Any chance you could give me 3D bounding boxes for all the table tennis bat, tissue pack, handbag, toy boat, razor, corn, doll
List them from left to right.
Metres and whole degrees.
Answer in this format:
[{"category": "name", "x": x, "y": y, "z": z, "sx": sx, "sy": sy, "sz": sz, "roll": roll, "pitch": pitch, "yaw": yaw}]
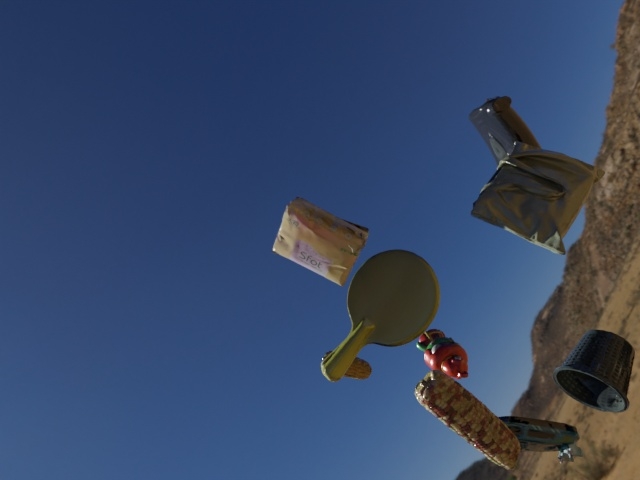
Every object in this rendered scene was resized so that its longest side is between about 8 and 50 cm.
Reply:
[{"category": "tissue pack", "x": 0.000, "y": 0.000, "z": 1.411, "sx": 0.123, "sy": 0.256, "sz": 0.215, "roll": -56, "pitch": -9, "yaw": -48}, {"category": "corn", "x": 0.123, "y": 0.571, "z": 2.119, "sx": 0.317, "sy": 0.115, "sz": 0.115, "roll": 30, "pitch": -91, "yaw": -46}, {"category": "table tennis bat", "x": 0.132, "y": 0.188, "z": 1.112, "sx": 0.369, "sy": 0.224, "sz": 0.054, "roll": -53, "pitch": -32, "yaw": 3}, {"category": "doll", "x": 0.568, "y": 0.530, "z": 2.100, "sx": 0.182, "sy": 0.363, "sz": 0.160, "roll": 0, "pitch": -80, "yaw": -10}, {"category": "corn", "x": 0.306, "y": 0.364, "z": 0.943, "sx": 0.086, "sy": 0.253, "sz": 0.086, "roll": -50, "pitch": -3, "yaw": -3}, {"category": "razor", "x": 0.654, "y": -0.333, "z": 1.600, "sx": 0.113, "sy": 0.349, "sz": 0.204, "roll": -33, "pitch": 5, "yaw": -5}, {"category": "toy boat", "x": 0.674, "y": 0.644, "z": 1.485, "sx": 0.134, "sy": 0.298, "sz": 0.092, "roll": 98, "pitch": 178, "yaw": -46}, {"category": "handbag", "x": 0.570, "y": -0.129, "z": 1.217, "sx": 0.316, "sy": 0.253, "sz": 0.109, "roll": -52, "pitch": -28, "yaw": -22}]

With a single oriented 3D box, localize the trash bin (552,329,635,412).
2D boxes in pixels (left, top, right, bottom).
[{"category": "trash bin", "x": 0.718, "y": 0.322, "z": 1.188, "sx": 0.161, "sy": 0.175, "sz": 0.175, "roll": -49, "pitch": -34, "yaw": -22}]
